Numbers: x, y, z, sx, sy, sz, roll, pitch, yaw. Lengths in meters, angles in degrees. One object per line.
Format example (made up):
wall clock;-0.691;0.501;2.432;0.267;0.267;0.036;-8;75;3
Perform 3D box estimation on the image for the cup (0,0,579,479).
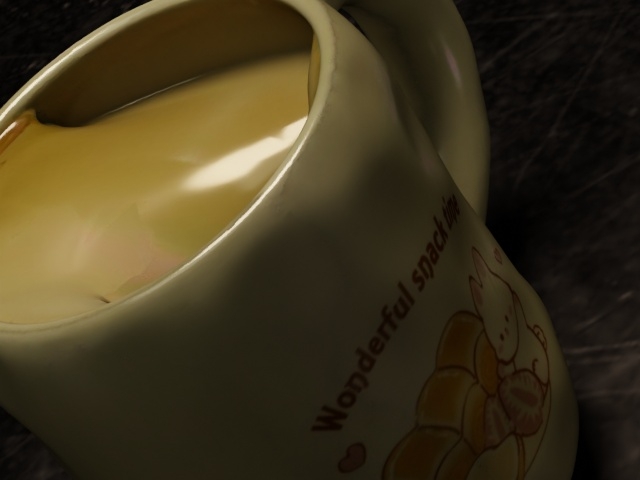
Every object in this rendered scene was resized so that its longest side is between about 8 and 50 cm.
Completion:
cup;-0.018;0.009;0.704;0.173;0.202;0.255;-23;38;16
